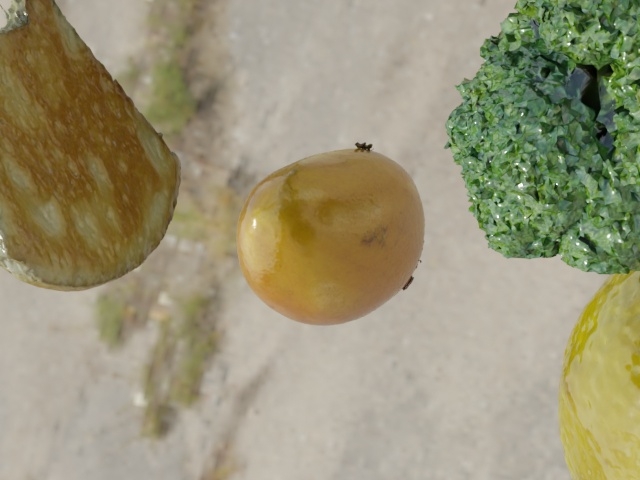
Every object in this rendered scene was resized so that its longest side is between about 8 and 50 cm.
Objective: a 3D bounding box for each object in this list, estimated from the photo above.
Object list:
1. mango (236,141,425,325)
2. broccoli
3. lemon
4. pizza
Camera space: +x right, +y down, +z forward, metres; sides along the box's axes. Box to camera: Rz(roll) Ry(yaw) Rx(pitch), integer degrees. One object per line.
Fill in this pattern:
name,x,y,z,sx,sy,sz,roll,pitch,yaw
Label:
mango,0.000,0.000,1.838,0.138,0.257,0.187,43,115,24
broccoli,0.290,-0.136,1.312,0.321,0.310,0.413,9,51,37
lemon,0.342,0.138,1.451,0.336,0.336,0.336,-38,44,49
pizza,-0.198,-0.075,1.280,0.034,0.262,0.181,-5,37,40
